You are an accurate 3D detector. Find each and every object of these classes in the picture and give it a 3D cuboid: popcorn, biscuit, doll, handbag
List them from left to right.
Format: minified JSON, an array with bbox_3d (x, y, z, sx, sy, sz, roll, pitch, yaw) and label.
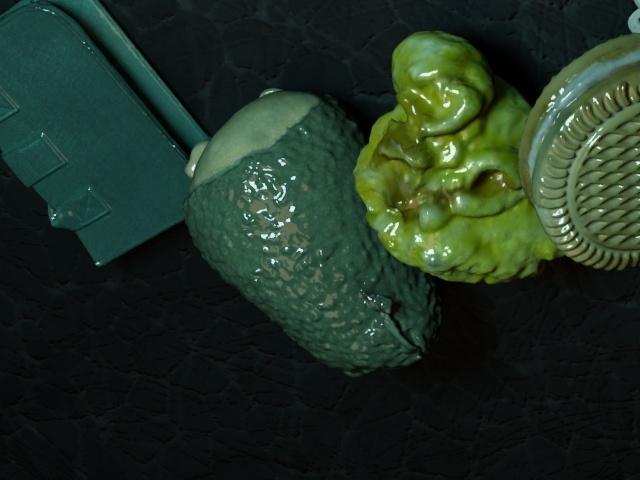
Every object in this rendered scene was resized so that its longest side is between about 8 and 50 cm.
[{"bbox_3d":[-0.285,-0.138,2.215,0.238,0.089,0.326,-27,112,34],"label":"handbag"},{"bbox_3d":[0.000,0.000,2.120,0.247,0.247,0.349,-34,97,36],"label":"doll"},{"bbox_3d":[0.150,-0.067,1.992,0.286,0.225,0.174,41,172,-29],"label":"popcorn"},{"bbox_3d":[0.324,-0.089,1.905,0.259,0.079,0.259,-10,125,-15],"label":"biscuit"}]

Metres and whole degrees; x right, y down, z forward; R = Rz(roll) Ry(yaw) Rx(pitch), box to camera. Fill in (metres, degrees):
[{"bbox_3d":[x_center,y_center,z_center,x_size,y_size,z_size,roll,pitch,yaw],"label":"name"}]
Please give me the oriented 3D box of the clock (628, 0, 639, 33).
[{"bbox_3d":[0.382,-0.275,1.870,0.191,0.062,0.151,-21,115,33],"label":"clock"}]
